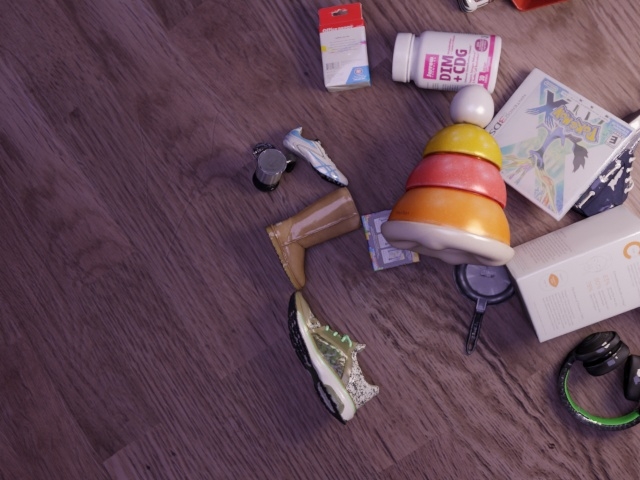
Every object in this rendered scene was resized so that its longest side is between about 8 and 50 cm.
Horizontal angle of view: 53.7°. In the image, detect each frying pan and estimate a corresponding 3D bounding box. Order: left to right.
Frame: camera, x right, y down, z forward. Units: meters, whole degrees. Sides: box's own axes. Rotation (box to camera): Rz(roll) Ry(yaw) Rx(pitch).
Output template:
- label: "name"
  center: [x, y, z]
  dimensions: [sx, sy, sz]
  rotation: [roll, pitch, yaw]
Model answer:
- label: "frying pan"
  center: [0.446, 0.145, 1.821]
  dimensions: [0.197, 0.053, 0.326]
  rotation: [35, 94, 9]

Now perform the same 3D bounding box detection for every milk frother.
- label: "milk frother"
  center: [-0.157, -0.239, 1.882]
  dimensions: [0.129, 0.134, 0.143]
  rotation: [-41, 86, -23]

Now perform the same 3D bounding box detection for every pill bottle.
- label: "pill bottle"
  center: [0.350, -0.501, 1.771]
  dimensions: [0.283, 0.160, 0.160]
  rotation: [8, 92, 11]

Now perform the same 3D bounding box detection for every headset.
- label: "headset"
  center: [0.823, 0.330, 1.727]
  dimensions: [0.243, 0.185, 0.394]
  rotation: [34, 112, 12]

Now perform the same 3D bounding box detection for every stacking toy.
- label: "stacking toy"
  center: [0.375, -0.186, 1.675]
  dimensions: [0.351, 0.350, 0.479]
  rotation: [13, 85, 10]

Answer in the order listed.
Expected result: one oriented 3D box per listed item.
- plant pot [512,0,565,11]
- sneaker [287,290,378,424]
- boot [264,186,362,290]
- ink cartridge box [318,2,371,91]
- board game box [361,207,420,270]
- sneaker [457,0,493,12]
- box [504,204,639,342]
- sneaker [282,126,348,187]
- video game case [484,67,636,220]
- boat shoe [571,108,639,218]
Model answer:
- label: "plant pot"
  center: [0.608, -0.801, 1.645]
  dimensions: [0.267, 0.267, 0.235]
  rotation: [40, 74, -30]
- label: "sneaker"
  center: [0.036, 0.326, 1.878]
  dimensions: [0.182, 0.158, 0.410]
  rotation: [-24, 84, -21]
- label: "boot"
  center: [0.000, 0.000, 1.876]
  dimensions: [0.270, 0.089, 0.236]
  rotation: [-24, 112, -2]
- label: "ink cartridge box"
  center: [0.072, -0.566, 1.864]
  dimensions: [0.134, 0.078, 0.230]
  rotation: [-5, 90, 10]
- label: "board game box"
  center: [0.207, -0.007, 1.861]
  dimensions: [0.141, 0.048, 0.170]
  rotation: [-12, 88, 9]
- label: "sneaker"
  center: [0.447, -0.800, 1.790]
  dimensions: [0.163, 0.106, 0.281]
  rotation: [-15, 97, 4]
- label: "box"
  center: [0.690, 0.087, 1.674]
  dimensions: [0.346, 0.168, 0.214]
  rotation: [-23, 112, 10]
- label: "sneaker"
  center: [-0.004, -0.246, 1.883]
  dimensions: [0.237, 0.085, 0.086]
  rotation: [41, 89, 4]
- label: "video game case"
  center: [0.614, -0.266, 1.720]
  dimensions: [0.329, 0.036, 0.300]
  rotation: [44, 103, 28]
- label: "boat shoe"
  center: [0.804, -0.199, 1.720]
  dimensions: [0.158, 0.127, 0.340]
  rotation: [46, 106, 0]
